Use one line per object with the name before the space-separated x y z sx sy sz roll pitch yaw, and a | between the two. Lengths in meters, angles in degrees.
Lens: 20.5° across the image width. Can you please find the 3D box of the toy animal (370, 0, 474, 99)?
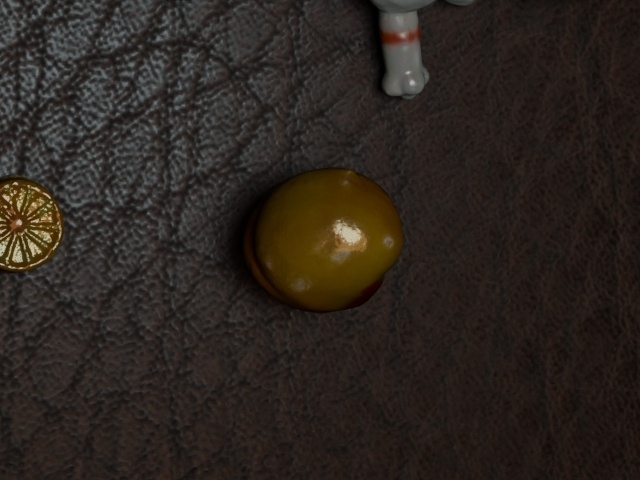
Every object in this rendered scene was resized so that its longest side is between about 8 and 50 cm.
toy animal | 0.070 -0.267 1.523 0.141 0.138 0.282 -32 104 -18

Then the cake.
cake | -0.256 -0.012 1.484 0.084 0.044 0.084 -1 93 -19

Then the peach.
peach | 0.000 0.000 1.520 0.138 0.138 0.138 -1 94 -18
